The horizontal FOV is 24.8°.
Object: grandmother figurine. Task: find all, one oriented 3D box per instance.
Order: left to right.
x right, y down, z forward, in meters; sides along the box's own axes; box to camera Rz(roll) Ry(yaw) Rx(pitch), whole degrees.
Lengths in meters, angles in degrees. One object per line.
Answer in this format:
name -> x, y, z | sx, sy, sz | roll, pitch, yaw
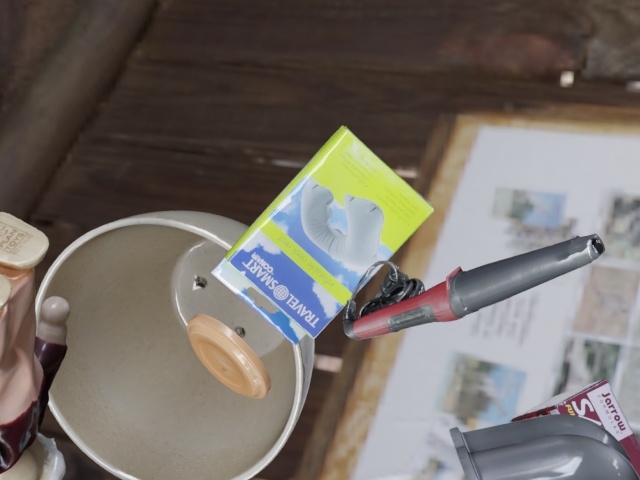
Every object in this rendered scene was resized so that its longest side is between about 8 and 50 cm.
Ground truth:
grandmother figurine -> -0.287, 0.131, 1.321 | 0.208, 0.104, 0.342 | -48, 156, -41

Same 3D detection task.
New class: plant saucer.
plant saucer -> -0.073, 0.093, 1.133 | 0.013, 0.083, 0.083 | -44, 138, -24

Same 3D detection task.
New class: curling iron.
curling iron -> 0.099, 0.028, 1.043 | 0.035, 0.274, 0.068 | 33, 64, -22

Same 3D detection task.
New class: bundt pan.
bundt pan -> 0.211, 0.276, 1.106 | 0.331, 0.124, 0.331 | -22, 90, -88

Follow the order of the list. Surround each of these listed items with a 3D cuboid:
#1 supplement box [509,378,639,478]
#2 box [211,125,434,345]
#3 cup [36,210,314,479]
supplement box -> 0.307, 0.247, 1.728 | 0.130, 0.073, 0.239 | 63, -10, 8
box -> 0.000, 0.000, 1.283 | 0.178, 0.109, 0.042 | -47, -172, 6
cup -> -0.141, 0.100, 1.731 | 0.237, 0.331, 0.331 | -45, 136, -65
